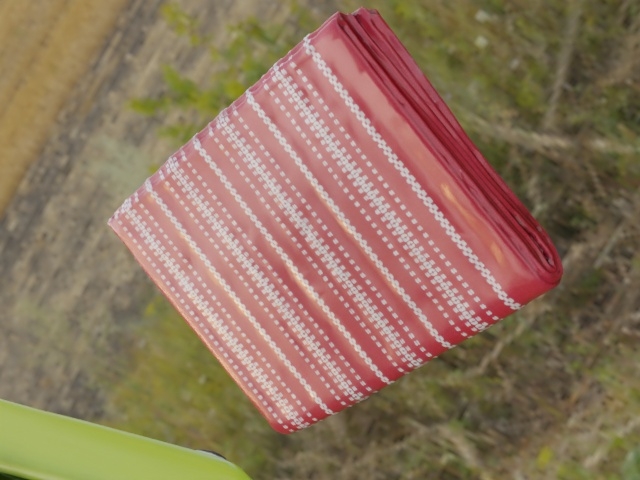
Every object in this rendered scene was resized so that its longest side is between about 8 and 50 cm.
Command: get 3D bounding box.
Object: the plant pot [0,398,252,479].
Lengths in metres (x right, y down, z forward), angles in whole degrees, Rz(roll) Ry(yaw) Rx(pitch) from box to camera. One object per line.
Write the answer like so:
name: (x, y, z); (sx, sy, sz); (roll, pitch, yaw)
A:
plant pot: (-0.141, 0.191, 0.620); (0.227, 0.228, 0.207); (108, 176, -58)

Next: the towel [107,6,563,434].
towel: (0.000, 0.000, 0.922); (0.275, 0.199, 0.031); (-35, 5, 45)
